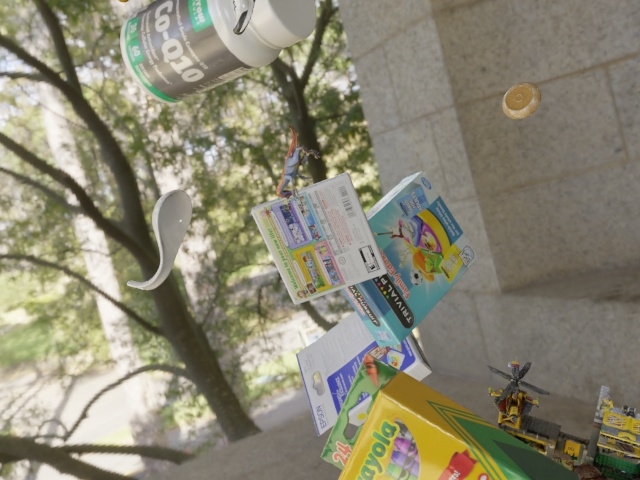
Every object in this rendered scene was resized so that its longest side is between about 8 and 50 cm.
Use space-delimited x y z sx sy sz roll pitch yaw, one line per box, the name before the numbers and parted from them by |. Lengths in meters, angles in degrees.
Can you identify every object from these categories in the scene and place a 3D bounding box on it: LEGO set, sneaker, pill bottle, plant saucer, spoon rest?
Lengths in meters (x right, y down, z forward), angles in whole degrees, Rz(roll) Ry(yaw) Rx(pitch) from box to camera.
LEGO set | 0.368 0.320 1.070 0.331 0.192 0.255 19 44 30
sneaker | -0.120 -0.366 1.092 0.043 0.109 0.040 14 -5 -18
pill bottle | -0.201 -0.416 1.411 0.361 0.204 0.204 -15 3 33
plant saucer | 0.412 -0.292 1.485 0.083 0.083 0.015 -13 -24 34
spoon rest | -0.399 0.002 1.836 0.084 0.276 0.137 21 -1 26

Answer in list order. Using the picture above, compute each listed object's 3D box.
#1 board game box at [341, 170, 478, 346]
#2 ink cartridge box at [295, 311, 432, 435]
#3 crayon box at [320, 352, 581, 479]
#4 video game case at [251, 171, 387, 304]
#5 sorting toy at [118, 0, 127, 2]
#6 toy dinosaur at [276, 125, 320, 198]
board game box | 0.187 0.036 1.636 0.336 0.254 0.079 -42 12 -34
ink cartridge box | 0.099 0.305 1.792 0.307 0.072 0.304 -40 32 12
crayon box | 0.147 0.318 0.955 0.318 0.202 0.081 28 23 19
video game case | 0.000 0.000 1.349 0.193 0.212 0.023 -20 22 9
sorting toy | -0.304 -0.507 1.460 0.127 0.126 0.365 -1 -3 34
toy dinosaur | -0.039 -0.099 1.006 0.082 0.090 0.047 -38 -16 27
